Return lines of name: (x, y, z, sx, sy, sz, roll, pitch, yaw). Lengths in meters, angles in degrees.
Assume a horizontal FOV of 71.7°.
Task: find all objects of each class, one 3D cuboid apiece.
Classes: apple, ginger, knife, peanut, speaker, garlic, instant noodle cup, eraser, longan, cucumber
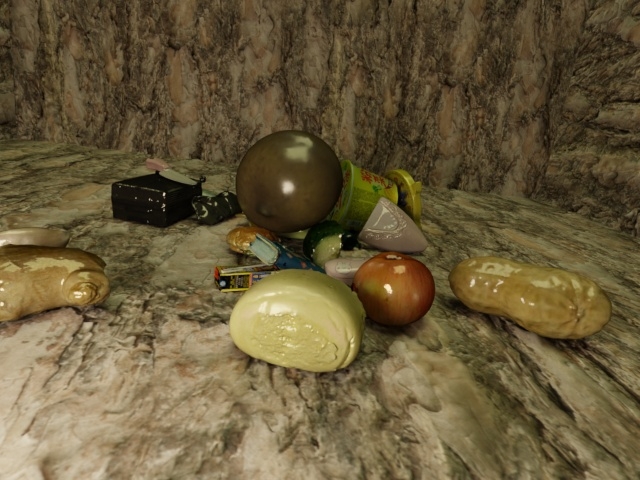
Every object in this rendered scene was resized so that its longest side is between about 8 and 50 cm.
apple: (0.176, 0.114, 1.078, 0.210, 0.164, 0.209, 6, 14, -1)
ginger: (-0.561, 0.090, 0.912, 0.222, 0.130, 0.276, 23, 26, 18)
knife: (-0.598, -0.272, 1.744, 0.081, 0.042, 0.336, -18, 32, -41)
peanut: (0.518, 0.142, 1.136, 0.388, 0.169, 0.192, 14, 22, 33)
speaker: (0.111, -0.002, 1.621, 0.095, 0.060, 0.075, 0, 19, -24)
garlic: (-0.768, 0.032, 1.038, 0.319, 0.112, 0.143, -6, -2, -21)
instant noodle cup: (0.167, -0.163, 1.836, 0.222, 0.311, 0.311, 13, 14, -17)
eraser: (0.291, -0.036, 1.653, 0.244, 0.204, 0.059, 28, -24, 6)
longan: (-0.106, -0.184, 1.453, 0.362, 0.360, 0.361, 7, 16, -2)
cucumber: (-0.001, -0.003, 1.467, 0.105, 0.145, 0.325, 12, 11, -8)

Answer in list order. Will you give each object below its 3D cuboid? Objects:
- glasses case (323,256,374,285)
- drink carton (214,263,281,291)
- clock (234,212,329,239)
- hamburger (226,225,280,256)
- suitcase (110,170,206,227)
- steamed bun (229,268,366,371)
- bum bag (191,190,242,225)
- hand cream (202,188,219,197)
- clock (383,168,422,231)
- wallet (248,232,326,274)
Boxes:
glasses case: (0.156, 0.092, 1.297, 0.297, 0.075, 0.113, 3, 15, -18)
drink carton: (-0.191, 0.095, 1.173, 0.166, 0.056, 0.071, -1, 14, -25)
clock: (-0.150, -0.104, 1.753, 0.349, 0.117, 0.286, 10, 16, 8)
hamburger: (-0.214, 0.005, 1.411, 0.176, 0.087, 0.102, 8, 15, -8)
suitcase: (-0.620, -0.173, 1.719, 0.230, 0.152, 0.335, 9, 17, 8)
steamed bun: (-0.043, 0.138, 0.898, 0.273, 0.165, 0.232, 10, 18, 10)
bum bag: (-0.411, -0.145, 1.801, 0.142, 0.079, 0.326, 44, 23, 3)
hand cream: (-0.568, -0.209, 1.978, 0.306, 0.093, 0.147, 10, 11, 2)
clock: (0.329, -0.162, 1.886, 0.071, 0.276, 0.293, -12, 16, -18)
wallet: (-0.090, 0.051, 1.212, 0.202, 0.059, 0.141, 27, 2, -45)
